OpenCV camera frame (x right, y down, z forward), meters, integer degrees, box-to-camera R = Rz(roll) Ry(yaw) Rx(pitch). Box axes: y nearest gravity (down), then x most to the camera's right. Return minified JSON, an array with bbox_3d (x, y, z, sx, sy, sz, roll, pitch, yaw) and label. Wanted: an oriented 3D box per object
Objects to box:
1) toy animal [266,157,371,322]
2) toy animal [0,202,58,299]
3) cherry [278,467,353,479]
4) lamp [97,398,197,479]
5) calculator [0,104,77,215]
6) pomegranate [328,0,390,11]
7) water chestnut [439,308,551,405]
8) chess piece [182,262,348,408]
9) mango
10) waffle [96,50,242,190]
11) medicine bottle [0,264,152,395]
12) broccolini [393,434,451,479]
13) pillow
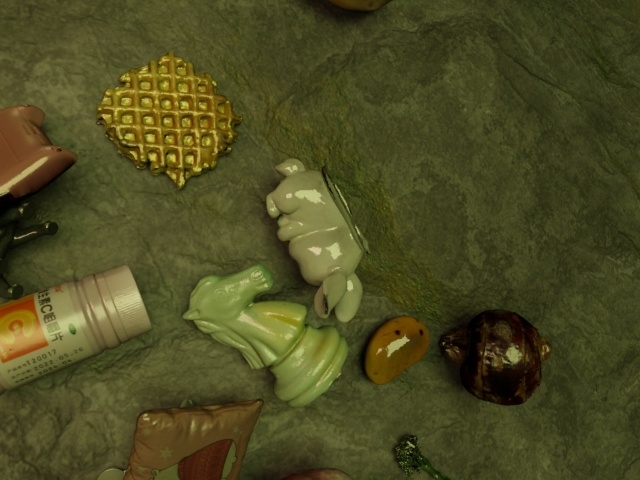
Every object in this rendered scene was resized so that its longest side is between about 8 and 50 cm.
[{"bbox_3d":[0.001,-0.002,0.866,0.154,0.208,0.325,-27,68,16],"label":"toy animal"},{"bbox_3d":[-0.500,-0.030,0.673,0.137,0.082,0.270,1,66,8],"label":"toy animal"},{"bbox_3d":[-0.036,0.580,0.696,0.335,0.291,0.326,-30,92,-50],"label":"cherry"},{"bbox_3d":[-0.303,0.369,0.756,0.198,0.056,0.050,-39,99,-14],"label":"lamp"},{"bbox_3d":[-0.553,-0.086,0.639,0.329,0.048,0.220,-39,63,-16],"label":"calculator"},{"bbox_3d":[0.106,-0.715,0.985,0.332,0.332,0.333,4,80,-24],"label":"pomegranate"},{"bbox_3d":[0.401,0.269,1.000,0.238,0.224,0.224,9,74,15],"label":"water chestnut"},{"bbox_3d":[-0.105,0.163,0.807,0.298,0.176,0.176,41,67,-7],"label":"chess piece"},{"bbox_3d":[0.168,0.240,0.958,0.178,0.090,0.115,-29,101,-18],"label":"mango"},{"bbox_3d":[-0.292,-0.243,0.849,0.245,0.052,0.254,45,66,-13],"label":"waffle"},{"bbox_3d":[-0.415,0.139,0.683,0.249,0.133,0.133,-20,90,-26],"label":"medicine bottle"},{"bbox_3d":[0.268,0.540,0.971,0.254,0.057,0.071,41,110,-10],"label":"broccolini"},{"bbox_3d":[-0.219,0.376,0.723,0.223,0.084,0.236,9,106,-35],"label":"pillow"}]
